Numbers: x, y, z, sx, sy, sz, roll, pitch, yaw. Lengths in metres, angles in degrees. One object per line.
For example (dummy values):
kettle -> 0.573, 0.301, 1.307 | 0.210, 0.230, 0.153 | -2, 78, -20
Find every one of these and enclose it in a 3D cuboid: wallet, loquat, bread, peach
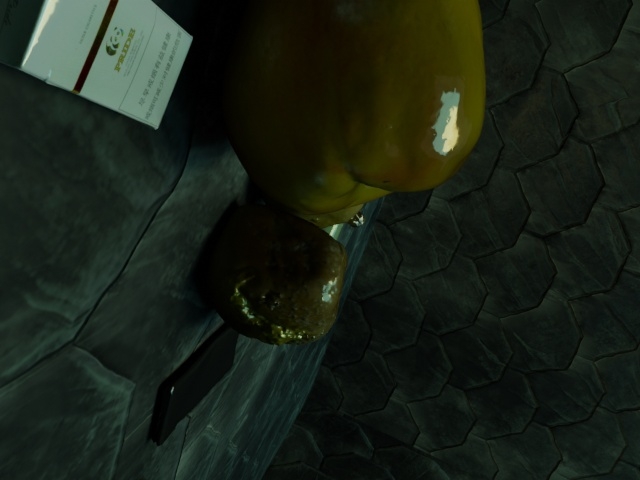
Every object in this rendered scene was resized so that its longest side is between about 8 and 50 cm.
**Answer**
wallet -> -0.205, 0.230, 0.899 | 0.244, 0.025, 0.124 | -43, 154, -63
loquat -> -0.002, -0.090, 0.825 | 0.172, 0.205, 0.149 | -38, -153, 32
bread -> -0.064, 0.077, 0.815 | 0.246, 0.196, 0.176 | 88, 22, -67
peach -> 0.037, -0.190, 0.573 | 0.289, 0.289, 0.307 | 18, 63, -80

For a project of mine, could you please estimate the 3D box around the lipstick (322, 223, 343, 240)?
lipstick -> 0.000, 0.000, 1.331 | 0.076, 0.076, 0.304 | 41, 71, -79

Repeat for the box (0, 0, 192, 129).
box -> -0.147, -0.135, 0.358 | 0.083, 0.040, 0.154 | -65, 169, 4
